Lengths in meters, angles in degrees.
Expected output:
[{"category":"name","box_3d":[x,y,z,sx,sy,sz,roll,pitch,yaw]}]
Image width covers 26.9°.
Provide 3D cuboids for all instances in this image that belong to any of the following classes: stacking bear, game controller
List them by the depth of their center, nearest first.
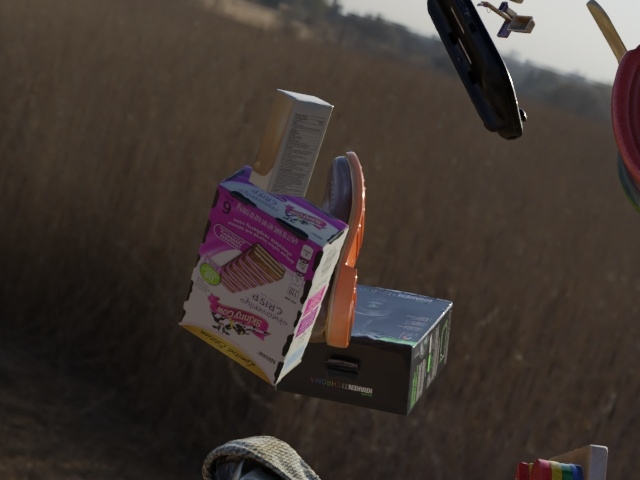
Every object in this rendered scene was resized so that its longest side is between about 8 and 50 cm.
[{"category":"stacking bear","box_3d":[0.408,-0.082,1.483,0.175,0.164,0.289,13,-10,17]},{"category":"game controller","box_3d":[0.228,-0.299,2.004,0.067,0.166,0.319,-17,54,-5]}]

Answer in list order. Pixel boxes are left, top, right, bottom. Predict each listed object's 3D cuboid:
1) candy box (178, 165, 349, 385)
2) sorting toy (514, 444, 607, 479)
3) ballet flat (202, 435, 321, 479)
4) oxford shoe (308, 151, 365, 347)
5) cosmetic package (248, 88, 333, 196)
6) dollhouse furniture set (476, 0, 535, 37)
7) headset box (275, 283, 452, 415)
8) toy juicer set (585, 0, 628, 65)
[{"category":"candy box","box_3d":[-0.075,0.046,1.679,0.159,0.233,0.071,31,38,17]},{"category":"sorting toy","box_3d":[0.323,0.426,1.926,0.089,0.255,0.257,10,-14,-2]},{"category":"ballet flat","box_3d":[0.008,0.439,1.781,0.483,0.164,0.182,41,14,28]},{"category":"oxford shoe","box_3d":[0.000,0.000,2.149,0.133,0.130,0.363,5,52,4]},{"category":"cosmetic package","box_3d":[-0.034,-0.111,1.544,0.060,0.115,0.041,8,17,-41]},{"category":"dollhouse furniture set","box_3d":[0.345,-0.428,2.449,0.081,0.091,0.114,30,-1,-26]},{"category":"headset box","box_3d":[0.077,0.188,2.372,0.246,0.131,0.283,10,18,19]},{"category":"toy juicer set","box_3d":[0.508,-0.214,1.695,0.329,0.089,0.209,21,-24,28]}]
